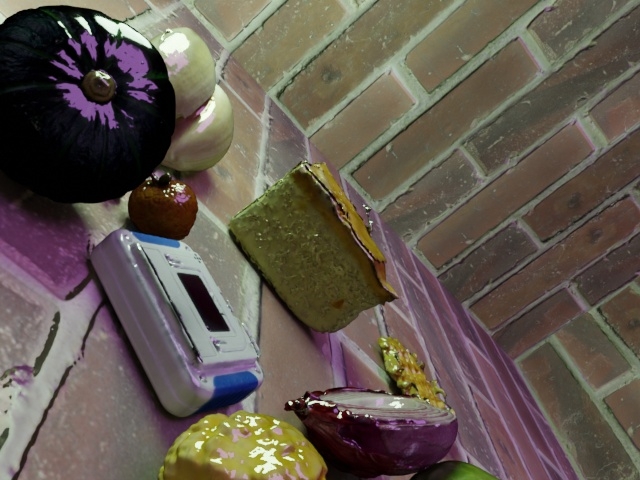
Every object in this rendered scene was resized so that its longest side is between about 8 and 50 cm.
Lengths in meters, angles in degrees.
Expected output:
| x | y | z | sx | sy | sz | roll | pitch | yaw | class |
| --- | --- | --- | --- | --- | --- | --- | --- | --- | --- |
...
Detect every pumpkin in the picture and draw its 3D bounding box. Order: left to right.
| x | y | z | sx | sy | sz | roll | pitch | yaw | class |
| --- | --- | --- | --- | --- | --- | --- | --- | --- | --- |
| -0.326 | -0.167 | 0.768 | 0.248 | 0.248 | 0.248 | 46 | 15 | -17 | pumpkin |

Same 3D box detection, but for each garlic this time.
| x | y | z | sx | sy | sz | roll | pitch | yaw | class |
| --- | --- | --- | --- | --- | --- | --- | --- | --- | --- |
| -0.293 | -0.277 | 1.158 | 0.249 | 0.286 | 0.313 | -2 | 29 | -13 | garlic |

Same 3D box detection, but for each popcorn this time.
| x | y | z | sx | sy | sz | roll | pitch | yaw | class |
| --- | --- | --- | --- | --- | --- | --- | --- | --- | --- |
| -0.078 | 0.252 | 0.572 | 0.180 | 0.170 | 0.180 | 30 | -22 | 14 | popcorn |

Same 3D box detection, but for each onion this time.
| x | y | z | sx | sy | sz | roll | pitch | yaw | class |
| --- | --- | --- | --- | --- | --- | --- | --- | --- | --- |
| 0.060 | 0.293 | 0.896 | 0.283 | 0.120 | 0.227 | 14 | -9 | -32 | onion |

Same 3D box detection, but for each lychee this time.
| x | y | z | sx | sy | sz | roll | pitch | yaw | class |
| --- | --- | --- | --- | --- | --- | --- | --- | --- | --- |
| -0.249 | -0.060 | 0.897 | 0.114 | 0.101 | 0.140 | 21 | -29 | 47 | lychee |

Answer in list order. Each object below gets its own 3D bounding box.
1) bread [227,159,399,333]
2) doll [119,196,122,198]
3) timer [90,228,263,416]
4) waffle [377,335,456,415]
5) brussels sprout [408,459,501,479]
| x | y | z | sx | sy | sz | roll | pitch | yaw | class |
| --- | --- | --- | --- | --- | --- | --- | --- | --- | --- |
| 0.000 | 0.000 | 1.229 | 0.315 | 0.248 | 0.279 | 53 | 16 | -7 | bread |
| -0.324 | -0.139 | 0.928 | 0.115 | 0.077 | 0.150 | 100 | -21 | -44 | doll |
| -0.180 | 0.099 | 0.772 | 0.253 | 0.078 | 0.178 | 55 | 15 | 18 | timer |
| 0.238 | 0.353 | 1.434 | 0.280 | 0.060 | 0.262 | 48 | 15 | -13 | waffle |
| 0.222 | 0.439 | 0.860 | 0.244 | 0.244 | 0.244 | 46 | 15 | -17 | brussels sprout |
